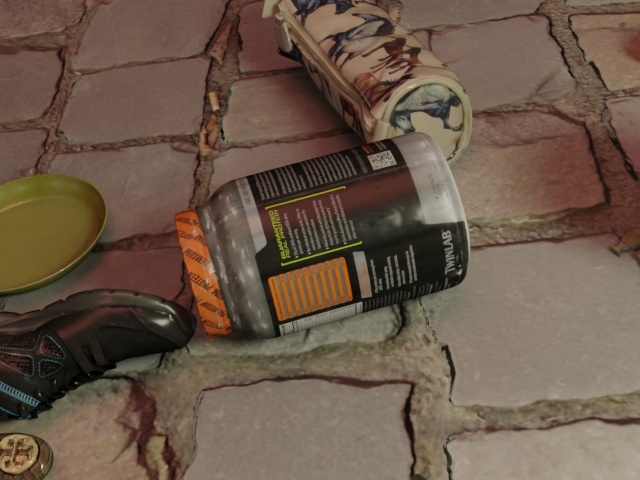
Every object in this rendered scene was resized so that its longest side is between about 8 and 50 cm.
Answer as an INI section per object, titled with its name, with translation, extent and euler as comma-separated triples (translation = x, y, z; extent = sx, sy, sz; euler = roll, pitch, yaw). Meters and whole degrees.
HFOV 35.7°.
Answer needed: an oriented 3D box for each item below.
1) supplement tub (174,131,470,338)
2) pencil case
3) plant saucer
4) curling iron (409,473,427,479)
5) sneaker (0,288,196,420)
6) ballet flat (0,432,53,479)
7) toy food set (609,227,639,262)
[supplement tub]
translation = 0.000, 0.000, 1.168
extent = 0.315, 0.194, 0.194
euler = -15, 42, -6
[pencil case]
translation = 0.064, -0.246, 1.450
extent = 0.183, 0.160, 0.410
euler = -8, 39, -23
[plant saucer]
translation = -0.408, -0.003, 1.375
extent = 0.240, 0.037, 0.241
euler = -6, 42, 5
[curling iron]
translation = 0.190, 0.299, 0.916
extent = 0.274, 0.035, 0.068
euler = 28, 50, 34
[sneaker]
translation = -0.311, 0.142, 1.161
extent = 0.340, 0.125, 0.140
euler = -7, 68, 0
[ballet flat]
translation = -0.417, 0.246, 1.084
extent = 0.249, 0.058, 0.084
euler = -6, 42, 5
[toy food set]
translation = 0.423, -0.008, 1.218
extent = 0.122, 0.019, 0.078
euler = -34, 46, -24
